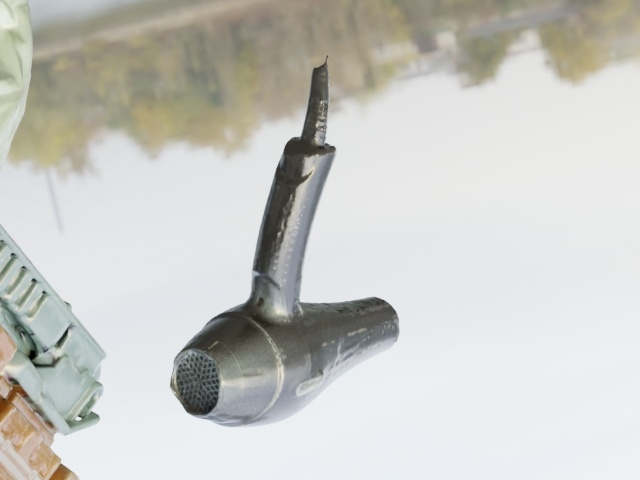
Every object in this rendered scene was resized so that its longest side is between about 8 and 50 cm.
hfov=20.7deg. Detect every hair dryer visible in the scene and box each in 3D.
[{"bbox_3d":[0.000,0.000,1.282,0.091,0.271,0.235,26,-156,31],"label":"hair dryer"}]

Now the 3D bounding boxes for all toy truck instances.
[{"bbox_3d":[-0.249,0.066,1.085,0.133,0.338,0.184,26,-112,29],"label":"toy truck"}]

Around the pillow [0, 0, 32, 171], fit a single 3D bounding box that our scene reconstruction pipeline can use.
[{"bbox_3d":[-0.247,0.035,0.691,0.283,0.138,0.310,-44,-168,45],"label":"pillow"}]
